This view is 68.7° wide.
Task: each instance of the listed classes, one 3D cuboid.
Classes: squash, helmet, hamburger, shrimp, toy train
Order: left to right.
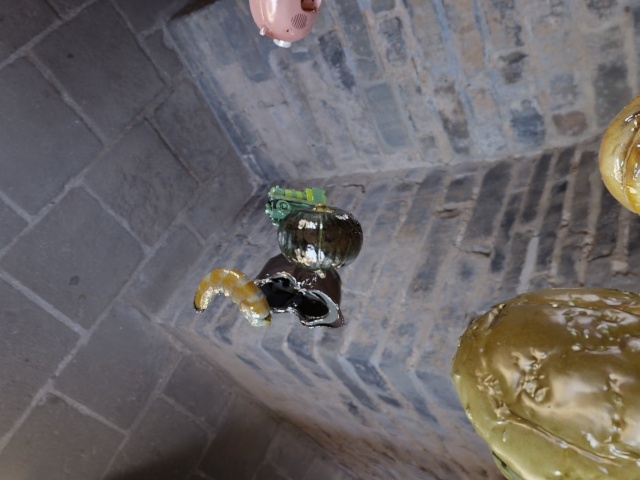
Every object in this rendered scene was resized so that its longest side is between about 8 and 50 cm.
[{"bbox_3d":[-0.192,0.137,0.976,0.161,0.166,0.049,54,26,-5],"label":"shrimp"},{"bbox_3d":[-0.077,-0.107,1.445,0.200,0.083,0.132,10,56,-24],"label":"toy train"},{"bbox_3d":[-0.041,0.133,1.413,0.225,0.306,0.177,93,18,-51],"label":"helmet"},{"bbox_3d":[0.000,-0.006,1.026,0.193,0.193,0.155,-39,143,-45],"label":"squash"},{"bbox_3d":[0.267,0.131,0.404,0.266,0.285,0.134,-14,106,-43],"label":"hamburger"},{"bbox_3d":[0.662,-0.163,0.822,0.284,0.174,0.304,41,100,-19],"label":"hamburger"}]

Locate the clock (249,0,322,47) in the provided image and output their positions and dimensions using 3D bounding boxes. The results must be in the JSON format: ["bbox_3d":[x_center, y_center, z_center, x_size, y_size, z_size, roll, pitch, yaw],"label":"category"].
[{"bbox_3d":[-0.064,-0.589,1.119,0.227,0.142,0.241,-37,147,-54],"label":"clock"}]
